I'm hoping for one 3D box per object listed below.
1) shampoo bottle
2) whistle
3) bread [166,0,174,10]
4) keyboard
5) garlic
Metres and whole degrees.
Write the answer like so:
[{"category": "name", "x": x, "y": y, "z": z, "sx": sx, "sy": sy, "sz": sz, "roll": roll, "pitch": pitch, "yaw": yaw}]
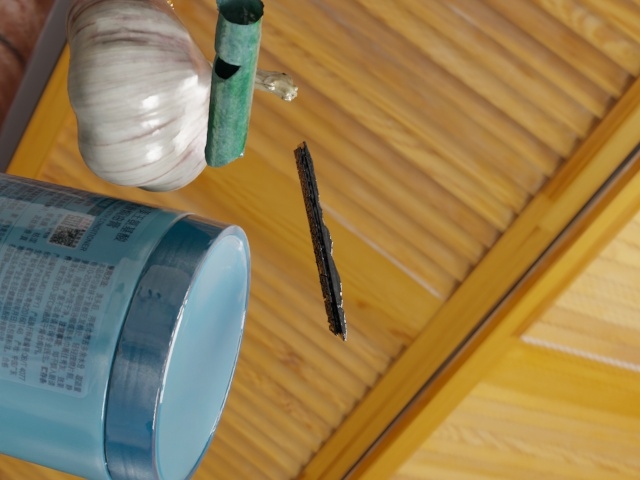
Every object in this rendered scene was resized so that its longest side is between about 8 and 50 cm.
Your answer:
[{"category": "shampoo bottle", "x": -0.295, "y": 0.103, "z": 1.301, "sx": 0.343, "sy": 0.331, "sz": 0.331, "roll": 13, "pitch": 30, "yaw": 9}, {"category": "whistle", "x": -0.073, "y": -0.124, "z": 0.891, "sx": 0.039, "sy": 0.186, "sz": 0.039, "roll": 4, "pitch": 57, "yaw": -7}, {"category": "bread", "x": -0.246, "y": -0.284, "z": 1.463, "sx": 0.139, "sy": 0.268, "sz": 0.095, "roll": 25, "pitch": 40, "yaw": 28}, {"category": "keyboard", "x": -0.002, "y": 0.000, "z": 1.077, "sx": 0.015, "sy": 0.196, "sz": 0.074, "roll": -12, "pitch": 4, "yaw": -11}, {"category": "garlic", "x": -0.152, "y": -0.173, "z": 1.231, "sx": 0.253, "sy": 0.245, "sz": 0.245, "roll": -5, "pitch": 36, "yaw": 5}]
